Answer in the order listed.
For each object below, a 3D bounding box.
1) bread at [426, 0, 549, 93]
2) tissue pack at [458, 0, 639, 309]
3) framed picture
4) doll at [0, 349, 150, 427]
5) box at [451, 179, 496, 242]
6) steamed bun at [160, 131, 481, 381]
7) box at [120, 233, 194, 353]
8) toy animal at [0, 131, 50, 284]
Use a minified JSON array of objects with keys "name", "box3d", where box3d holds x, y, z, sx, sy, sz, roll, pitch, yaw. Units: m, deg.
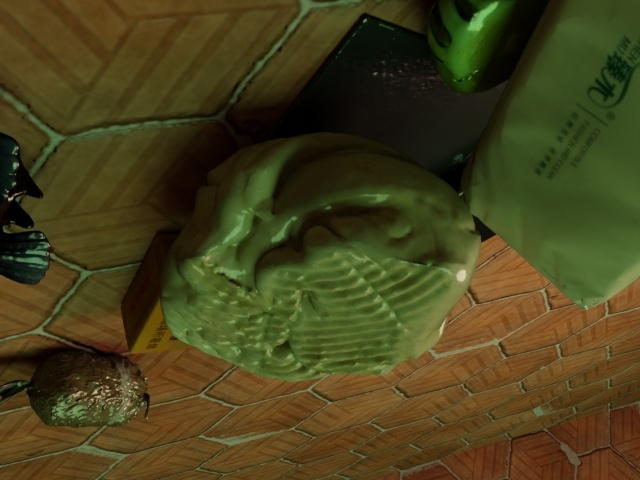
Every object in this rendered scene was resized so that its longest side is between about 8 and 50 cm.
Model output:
[{"name":"bread","box3d":[0.149,-0.195,0.650,0.130,0.071,0.139,-37,155,26]},{"name":"tissue pack","box3d":[0.307,-0.159,0.597,0.297,0.207,0.380,-38,161,-26]},{"name":"framed picture","box3d":[0.096,-0.117,0.819,0.324,0.013,0.244,6,143,-39]},{"name":"doll","box3d":[-0.340,0.204,1.013,0.221,0.105,0.115,18,176,-39]},{"name":"box","box3d":[0.219,-0.052,0.963,0.212,0.042,0.201,-36,155,23]},{"name":"steamed bun","box3d":[0.003,0.001,0.750,0.276,0.203,0.289,25,135,-17]},{"name":"box","box3d":[-0.100,0.066,0.949,0.274,0.076,0.174,0,147,-32]},{"name":"toy animal","box3d":[-0.325,-0.023,0.607,0.179,0.116,0.218,0,152,-34]}]
